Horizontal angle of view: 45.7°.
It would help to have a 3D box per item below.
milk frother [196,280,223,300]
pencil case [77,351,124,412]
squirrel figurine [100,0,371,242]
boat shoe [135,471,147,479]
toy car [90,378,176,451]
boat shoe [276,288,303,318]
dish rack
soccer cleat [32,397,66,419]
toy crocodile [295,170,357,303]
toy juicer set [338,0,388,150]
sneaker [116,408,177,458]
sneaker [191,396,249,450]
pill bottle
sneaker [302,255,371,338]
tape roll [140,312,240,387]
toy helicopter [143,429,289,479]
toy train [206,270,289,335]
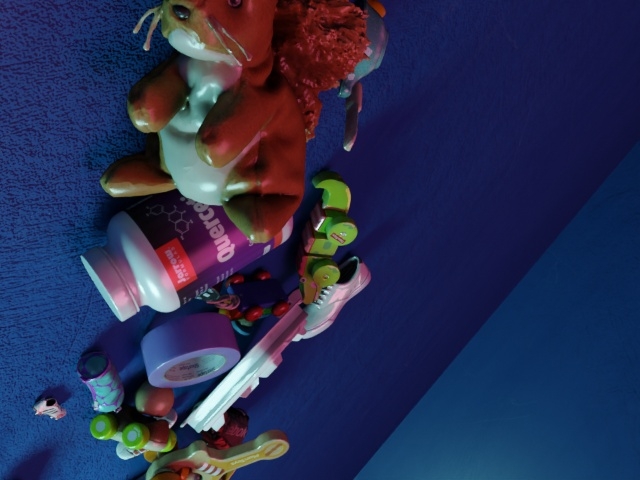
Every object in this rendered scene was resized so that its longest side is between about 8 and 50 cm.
[{"bbox_3d":[-0.238,0.022,1.375,0.143,0.129,0.135,37,56,-37],"label":"milk frother"},{"bbox_3d":[-0.420,0.273,1.456,0.070,0.064,0.152,-52,159,-32],"label":"pencil case"},{"bbox_3d":[-0.109,-0.256,1.076,0.397,0.281,0.371,-43,147,-44],"label":"squirrel figurine"},{"bbox_3d":[-0.422,0.655,1.902,0.335,0.119,0.121,-22,143,-43],"label":"boat shoe"},{"bbox_3d":[-0.369,0.337,1.599,0.155,0.148,0.189,51,53,-67],"label":"toy car"},{"bbox_3d":[-0.073,0.156,1.877,0.100,0.035,0.035,-45,-179,-16],"label":"boat shoe"},{"bbox_3d":[-0.157,0.296,1.731,0.333,0.072,0.285,-49,176,25],"label":"dish rack"},{"bbox_3d":[-0.501,0.313,1.425,0.035,0.029,0.083,-46,150,4],"label":"soccer cleat"},{"bbox_3d":[0.000,0.000,1.689,0.105,0.115,0.341,5,130,-18],"label":"toy crocodile"},{"bbox_3d":[0.060,-0.339,1.290,0.209,0.089,0.329,-94,-161,-68],"label":"toy juicer set"},{"bbox_3d":[-0.395,0.453,1.747,0.158,0.061,0.065,-33,156,-28],"label":"sneaker"},{"bbox_3d":[-0.251,0.460,1.938,0.135,0.097,0.276,-46,150,-29],"label":"sneaker"},{"bbox_3d":[-0.216,-0.005,1.246,0.323,0.181,0.182,-33,150,-20],"label":"pill bottle"},{"bbox_3d":[0.018,0.137,1.945,0.258,0.094,0.091,-46,136,-17],"label":"sneaker"},{"bbox_3d":[-0.262,0.223,1.535,0.188,0.080,0.189,-16,154,-8],"label":"tape roll"},{"bbox_3d":[-0.243,0.550,1.836,0.354,0.140,0.235,-18,132,-4],"label":"toy helicopter"},{"bbox_3d":[-0.194,0.152,1.622,0.248,0.105,0.143,-5,145,-53],"label":"toy train"}]
